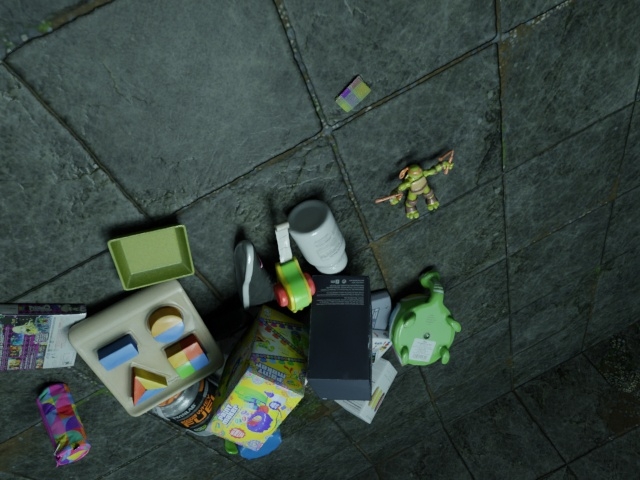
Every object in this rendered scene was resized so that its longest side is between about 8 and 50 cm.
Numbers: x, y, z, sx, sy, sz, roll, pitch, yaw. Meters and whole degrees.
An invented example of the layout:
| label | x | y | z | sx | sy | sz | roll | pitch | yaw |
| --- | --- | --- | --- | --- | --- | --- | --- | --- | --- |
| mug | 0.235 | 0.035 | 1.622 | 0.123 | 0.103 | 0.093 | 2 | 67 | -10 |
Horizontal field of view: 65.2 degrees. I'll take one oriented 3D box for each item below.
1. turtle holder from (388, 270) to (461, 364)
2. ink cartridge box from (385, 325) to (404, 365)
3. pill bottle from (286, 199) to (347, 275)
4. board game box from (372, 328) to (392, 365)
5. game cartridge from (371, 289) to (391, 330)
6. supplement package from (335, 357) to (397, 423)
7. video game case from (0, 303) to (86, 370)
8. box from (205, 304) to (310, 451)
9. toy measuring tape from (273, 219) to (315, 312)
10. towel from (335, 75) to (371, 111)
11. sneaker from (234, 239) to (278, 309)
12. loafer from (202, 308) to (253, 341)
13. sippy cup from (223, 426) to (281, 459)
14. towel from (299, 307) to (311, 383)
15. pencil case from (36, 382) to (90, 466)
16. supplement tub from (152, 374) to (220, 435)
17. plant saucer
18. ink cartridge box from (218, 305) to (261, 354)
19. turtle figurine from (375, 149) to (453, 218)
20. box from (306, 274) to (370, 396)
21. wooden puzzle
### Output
| label | x | y | z | sx | sy | sz | roll | pitch | yaw |
| --- | --- | --- | --- | --- | --- | --- | --- | --- | --- |
| turtle holder | 0.361 | 0.291 | 1.865 | 0.243 | 0.227 | 0.321 | -17 | 110 | -4 |
| ink cartridge box | 0.389 | 0.409 | 2.106 | 0.193 | 0.088 | 0.235 | -28 | 140 | -2 |
| pill bottle | 0.000 | 0.000 | 1.447 | 0.131 | 0.131 | 0.229 | -29 | 139 | 0 |
| board game box | 0.120 | 0.417 | 1.913 | 0.305 | 0.053 | 0.193 | 13 | 123 | -38 |
| game cartridge | 0.169 | 0.309 | 1.911 | 0.195 | 0.060 | 0.294 | -8 | 135 | -17 |
| supplement package | 0.191 | 0.604 | 2.075 | 0.244 | 0.133 | 0.139 | -58 | 142 | -17 |
| video game case | -0.766 | 0.263 | 1.355 | 0.210 | 0.042 | 0.232 | 4 | 129 | -33 |
| box | -0.181 | 0.408 | 1.497 | 0.177 | 0.279 | 0.290 | 28 | 120 | -12 |
| toy measuring tape | -0.076 | 0.097 | 1.387 | 0.121 | 0.121 | 0.330 | -16 | 136 | -14 |
| towel | 0.080 | -0.357 | 1.225 | 0.083 | 0.009 | 0.060 | -43 | 138 | 17 |
| sneaker | -0.168 | 0.087 | 1.471 | 0.146 | 0.105 | 0.296 | -14 | 143 | -18 |
| loafer | -0.296 | 0.274 | 1.564 | 0.219 | 0.080 | 0.078 | -21 | 160 | 31 |
| sippy cup | -0.260 | 0.706 | 1.943 | 0.239 | 0.224 | 0.306 | -12 | 136 | -19 |
| towel | -0.095 | 0.425 | 1.690 | 0.053 | 0.332 | 0.317 | 26 | 121 | -10 |
| pencil case | -0.769 | 0.545 | 1.490 | 0.104 | 0.236 | 0.104 | -28 | 150 | -18 |
| supplement tub | -0.444 | 0.521 | 1.679 | 0.193 | 0.194 | 0.316 | -31 | 139 | 2 |
| plant saucer | -0.438 | 0.033 | 1.304 | 0.188 | 0.045 | 0.188 | -14 | 137 | -17 |
| ink cartridge box | -0.240 | 0.302 | 1.661 | 0.127 | 0.072 | 0.175 | 18 | 121 | -38 |
| turtle figurine | 0.275 | -0.155 | 1.478 | 0.269 | 0.087 | 0.217 | -35 | 147 | -6 |
| box | 0.072 | 0.315 | 1.565 | 0.178 | 0.313 | 0.343 | 0 | 154 | 8 |
| wooden puzzle | -0.477 | 0.318 | 1.422 | 0.322 | 0.080 | 0.348 | -29 | 119 | -12 |
